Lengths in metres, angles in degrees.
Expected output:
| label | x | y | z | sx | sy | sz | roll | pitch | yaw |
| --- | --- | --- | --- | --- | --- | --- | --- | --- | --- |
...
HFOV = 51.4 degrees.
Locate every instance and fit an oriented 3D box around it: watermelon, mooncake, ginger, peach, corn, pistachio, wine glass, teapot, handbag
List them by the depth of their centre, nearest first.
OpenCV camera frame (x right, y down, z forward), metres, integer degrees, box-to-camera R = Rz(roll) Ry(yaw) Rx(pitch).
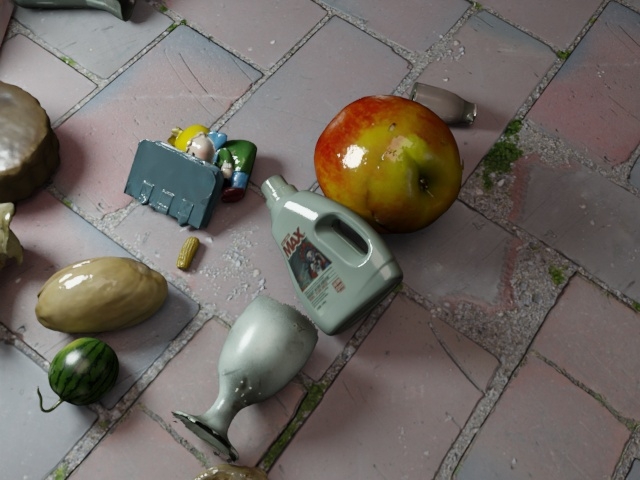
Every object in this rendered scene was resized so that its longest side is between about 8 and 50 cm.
| label | x | y | z | sx | sy | sz | roll | pitch | yaw |
| --- | --- | --- | --- | --- | --- | --- | --- | --- | --- |
| ginger | -0.186 | 0.513 | 1.418 | 0.174 | 0.051 | 0.069 | 5 | 62 | 3 |
| watermelon | -0.528 | 0.299 | 1.443 | 0.141 | 0.140 | 0.187 | 34 | 68 | 12 |
| wine glass | -0.155 | 0.290 | 1.454 | 0.191 | 0.190 | 0.357 | 29 | 64 | 9 |
| pistachio | -0.500 | 0.124 | 1.525 | 0.293 | 0.181 | 0.162 | -12 | 28 | -15 |
| corn | -0.331 | 0.031 | 1.654 | 0.037 | 0.037 | 0.092 | 16 | 65 | 3 |
| mooncake | -0.831 | -0.236 | 1.661 | 0.324 | 0.187 | 0.323 | 3 | 65 | -6 |
| peach | 0.164 | -0.192 | 1.661 | 0.370 | 0.370 | 0.369 | 2 | 63 | -4 |
| handbag | -0.372 | -0.140 | 1.684 | 0.229 | 0.062 | 0.179 | 24 | 104 | 10 |
| teapot | -0.718 | -0.782 | 1.939 | 0.344 | 0.253 | 0.300 | 13 | 31 | -6 |

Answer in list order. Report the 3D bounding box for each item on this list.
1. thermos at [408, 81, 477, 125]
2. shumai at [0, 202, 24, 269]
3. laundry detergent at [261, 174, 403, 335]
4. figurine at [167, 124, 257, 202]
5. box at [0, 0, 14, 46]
| label | x | y | z | sx | sy | sz | roll | pitch | yaw |
| --- | --- | --- | --- | --- | --- | --- | --- | --- | --- |
| thermos | 0.352 | -0.388 | 1.903 | 0.193 | 0.105 | 0.137 | 11 | 31 | -4 |
| shumai | -0.821 | -0.007 | 1.496 | 0.314 | 0.267 | 0.262 | 35 | 67 | 5 |
| laundry detergent | 0.000 | 0.000 | 1.577 | 0.125 | 0.264 | 0.397 | -12 | 62 | -53 |
| figurine | -0.295 | -0.206 | 1.740 | 0.234 | 0.127 | 0.185 | 15 | 79 | -8 |
| box | -1.055 | -0.641 | 1.779 | 0.313 | 0.300 | 0.314 | 4 | 63 | -4 |
